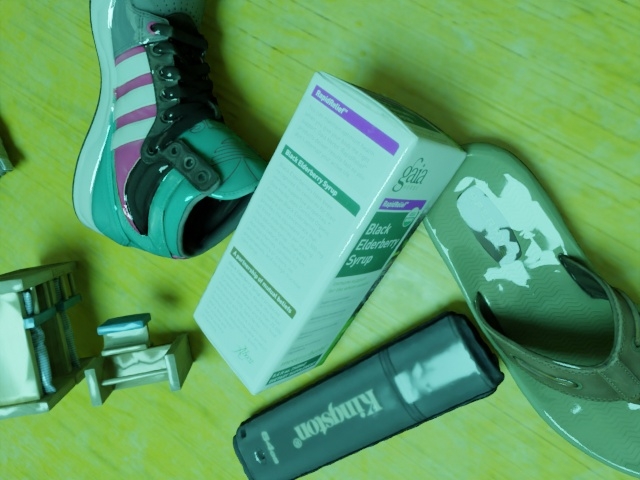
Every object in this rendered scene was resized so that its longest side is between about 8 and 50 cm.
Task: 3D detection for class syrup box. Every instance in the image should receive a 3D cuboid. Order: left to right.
[{"bbox_3d":[0.000,0.000,0.380,0.096,0.093,0.237,44,116,25],"label":"syrup box"}]

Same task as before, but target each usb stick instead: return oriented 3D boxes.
[{"bbox_3d":[0.031,0.156,0.440,0.278,0.045,0.077,-34,85,23],"label":"usb stick"}]

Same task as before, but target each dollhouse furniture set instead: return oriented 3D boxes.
[{"bbox_3d":[-0.238,0.087,0.497,0.184,0.129,0.129,-9,97,-5],"label":"dollhouse furniture set"}]

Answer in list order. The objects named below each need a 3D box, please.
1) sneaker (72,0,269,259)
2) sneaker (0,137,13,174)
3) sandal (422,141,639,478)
[{"bbox_3d":[-0.105,-0.105,0.400,0.178,0.124,0.295,27,114,17],"label":"sneaker"},{"bbox_3d":[-0.463,-0.036,0.542,0.281,0.105,0.115,-41,85,20],"label":"sneaker"},{"bbox_3d":[0.175,0.060,0.357,0.120,0.086,0.303,-41,85,20],"label":"sandal"}]
